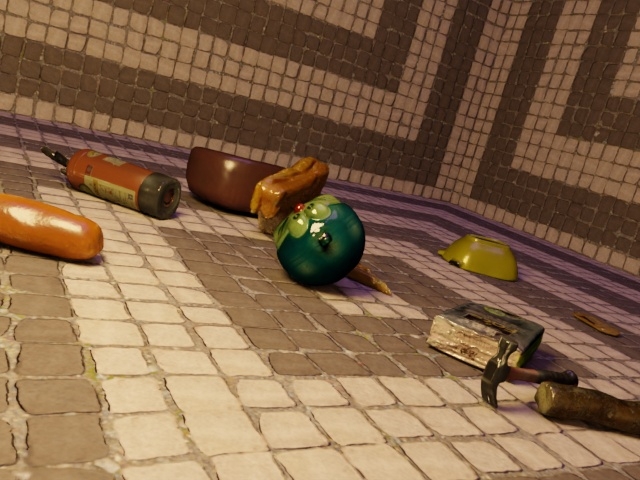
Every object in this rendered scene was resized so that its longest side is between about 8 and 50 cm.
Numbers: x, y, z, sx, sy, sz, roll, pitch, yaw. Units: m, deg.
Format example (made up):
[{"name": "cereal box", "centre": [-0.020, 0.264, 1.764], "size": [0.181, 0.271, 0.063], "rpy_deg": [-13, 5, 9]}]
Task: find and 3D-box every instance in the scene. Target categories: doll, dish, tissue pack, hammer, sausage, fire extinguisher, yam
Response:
[{"name": "doll", "centre": [-0.001, 0.001, 1.355], "size": [0.186, 0.199, 0.322], "rpy_deg": [53, 1, -2]}, {"name": "dish", "centre": [0.547, 0.043, 2.037], "size": [0.263, 0.108, 0.221], "rpy_deg": [14, 11, -9]}, {"name": "tissue pack", "centre": [0.328, 0.185, 1.181], "size": [0.174, 0.073, 0.236], "rpy_deg": [20, 12, 28]}, {"name": "hammer", "centre": [0.358, 0.226, 1.006], "size": [0.288, 0.111, 0.033], "rpy_deg": [16, 12, -41]}, {"name": "sausage", "centre": [-0.506, -0.026, 1.074], "size": [0.238, 0.098, 0.098], "rpy_deg": [15, 12, -8]}, {"name": "fire extinguisher", "centre": [-0.551, -0.146, 1.614], "size": [0.376, 0.113, 0.200], "rpy_deg": [20, -30, 15]}, {"name": "yam", "centre": [0.471, 0.277, 0.978], "size": [0.253, 0.061, 0.061], "rpy_deg": [13, 12, -12]}]

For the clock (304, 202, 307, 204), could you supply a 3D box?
[{"name": "clock", "centre": [0.001, -0.042, 1.740], "size": [0.153, 0.050, 0.110], "rpy_deg": [30, -15, 26]}]

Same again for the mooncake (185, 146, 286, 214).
[{"name": "mooncake", "centre": [-0.267, -0.186, 1.919], "size": [0.334, 0.174, 0.326], "rpy_deg": [14, 8, 9]}]

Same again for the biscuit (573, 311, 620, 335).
[{"name": "biscuit", "centre": [0.756, 0.228, 1.657], "size": [0.071, 0.018, 0.147], "rpy_deg": [13, 10, -21]}]

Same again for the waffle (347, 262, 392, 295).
[{"name": "waffle", "centre": [0.120, 0.087, 1.497], "size": [0.191, 0.032, 0.125], "rpy_deg": [24, 12, 28]}]

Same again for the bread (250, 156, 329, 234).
[{"name": "bread", "centre": [-0.097, -0.126, 1.742], "size": [0.109, 0.185, 0.380], "rpy_deg": [31, 26, 10]}]
